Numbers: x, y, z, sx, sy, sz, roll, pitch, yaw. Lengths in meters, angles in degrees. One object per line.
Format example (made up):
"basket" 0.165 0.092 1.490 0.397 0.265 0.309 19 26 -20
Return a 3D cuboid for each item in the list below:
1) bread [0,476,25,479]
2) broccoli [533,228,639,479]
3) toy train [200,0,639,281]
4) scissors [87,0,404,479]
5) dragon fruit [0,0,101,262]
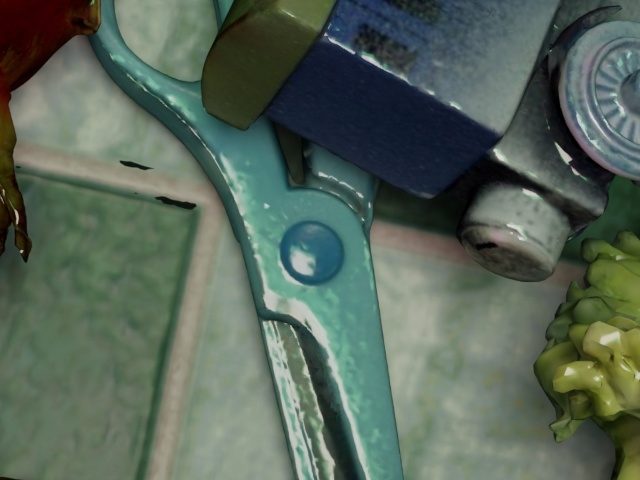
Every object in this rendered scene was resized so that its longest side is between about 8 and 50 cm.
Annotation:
"bread" -0.123 0.194 0.790 0.149 0.065 0.188 3 64 -24
"broccoli" 0.265 0.023 0.768 0.347 0.281 0.293 2 79 -9
"toy train" 0.088 -0.142 0.827 0.202 0.131 0.300 29 65 -10
"scissors" 0.000 0.000 0.858 0.180 0.032 0.393 -8 79 -11
"dragon fruit" -0.150 -0.095 0.806 0.125 0.125 0.246 -1 80 -22
